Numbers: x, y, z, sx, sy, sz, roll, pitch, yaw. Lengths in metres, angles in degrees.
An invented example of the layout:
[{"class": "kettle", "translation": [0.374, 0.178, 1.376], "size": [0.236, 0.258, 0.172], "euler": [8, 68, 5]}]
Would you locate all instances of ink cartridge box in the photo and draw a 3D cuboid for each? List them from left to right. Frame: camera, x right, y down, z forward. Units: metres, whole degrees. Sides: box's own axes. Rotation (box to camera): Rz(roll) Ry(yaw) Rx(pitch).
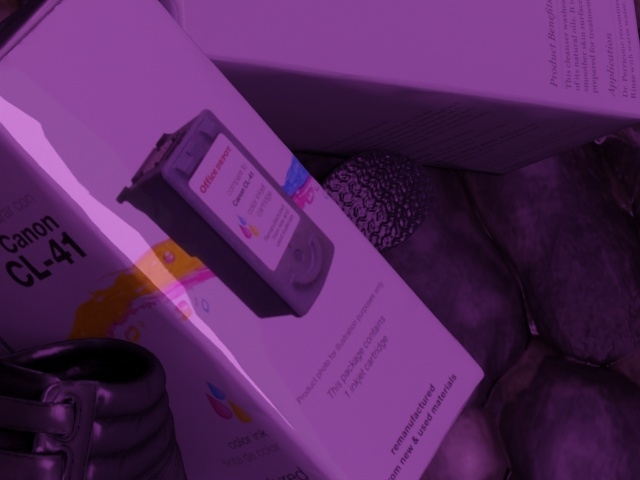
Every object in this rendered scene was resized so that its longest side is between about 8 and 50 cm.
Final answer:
[{"class": "ink cartridge box", "translation": [-0.099, 0.029, 0.947], "size": [0.306, 0.226, 0.131], "euler": [47, 52, -16]}]

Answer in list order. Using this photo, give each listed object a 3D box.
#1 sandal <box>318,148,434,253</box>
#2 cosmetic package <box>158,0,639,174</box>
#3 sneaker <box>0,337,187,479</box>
[{"class": "sandal", "translation": [0.000, 0.000, 1.158], "size": [0.179, 0.040, 0.067], "euler": [-38, 96, -23]}, {"class": "cosmetic package", "translation": [0.021, -0.174, 1.147], "size": [0.385, 0.156, 0.217], "euler": [6, 73, -35]}, {"class": "sneaker", "translation": [-0.157, 0.141, 0.780], "size": [0.296, 0.105, 0.146], "euler": [-40, 129, -52]}]
